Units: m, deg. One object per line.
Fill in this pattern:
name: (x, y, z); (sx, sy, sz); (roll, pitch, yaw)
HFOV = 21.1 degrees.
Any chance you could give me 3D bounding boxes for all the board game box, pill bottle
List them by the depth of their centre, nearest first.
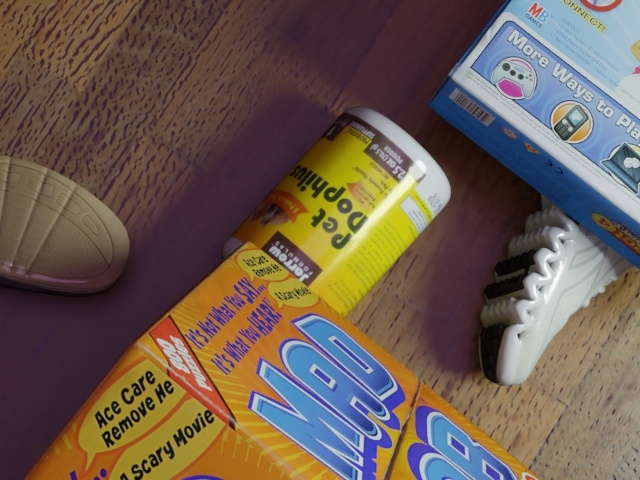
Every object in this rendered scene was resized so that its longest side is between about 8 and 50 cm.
board game box: (-0.056, 0.272, 1.225); (0.356, 0.356, 0.356); (39, 103, 0)
board game box: (0.299, -0.141, 1.398); (0.308, 0.086, 0.302); (38, 75, 0)
pill bottle: (0.000, 0.000, 1.429); (0.117, 0.117, 0.215); (42, 82, 0)

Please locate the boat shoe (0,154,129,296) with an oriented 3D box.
boat shoe: (-0.296, -0.014, 1.420); (0.285, 0.092, 0.103); (14, 64, -1)

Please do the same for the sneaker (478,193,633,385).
sneaker: (0.231, 0.000, 1.462); (0.118, 0.110, 0.292); (30, 83, -10)
